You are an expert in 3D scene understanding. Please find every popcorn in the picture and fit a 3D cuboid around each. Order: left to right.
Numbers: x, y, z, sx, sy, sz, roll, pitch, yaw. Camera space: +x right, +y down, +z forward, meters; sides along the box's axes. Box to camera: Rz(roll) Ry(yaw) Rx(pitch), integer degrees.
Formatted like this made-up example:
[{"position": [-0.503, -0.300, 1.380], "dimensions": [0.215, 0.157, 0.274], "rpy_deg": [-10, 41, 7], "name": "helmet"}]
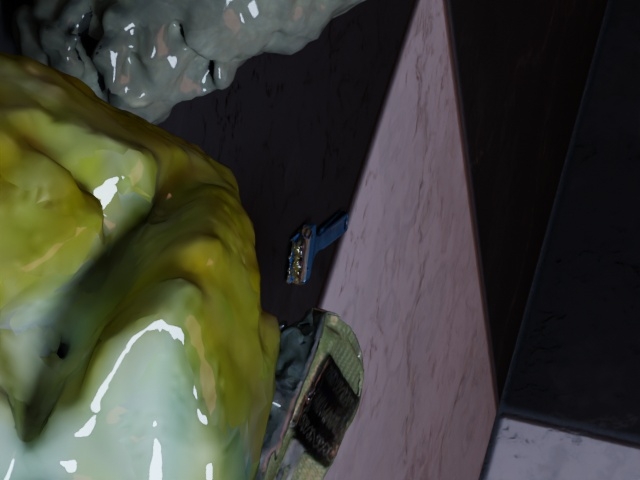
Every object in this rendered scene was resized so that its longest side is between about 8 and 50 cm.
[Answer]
[{"position": [-0.133, 0.059, 0.649], "dimensions": [0.276, 0.225, 0.276], "rpy_deg": [-34, 169, -8], "name": "popcorn"}]

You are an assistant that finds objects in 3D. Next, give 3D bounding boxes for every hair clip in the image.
[{"position": [-0.050, 0.201, 1.115], "dimensions": [0.138, 0.091, 0.321], "rpy_deg": [53, 45, -59], "name": "hair clip"}]

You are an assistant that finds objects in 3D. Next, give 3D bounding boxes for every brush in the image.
[{"position": [0.000, 0.000, 1.551], "dimensions": [0.164, 0.014, 0.051], "rpy_deg": [-42, 143, -69], "name": "brush"}]

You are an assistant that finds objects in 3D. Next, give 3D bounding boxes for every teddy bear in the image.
[{"position": [-0.039, -0.287, 0.875], "dimensions": [0.357, 0.224, 0.367], "rpy_deg": [-61, 143, -46], "name": "teddy bear"}]
